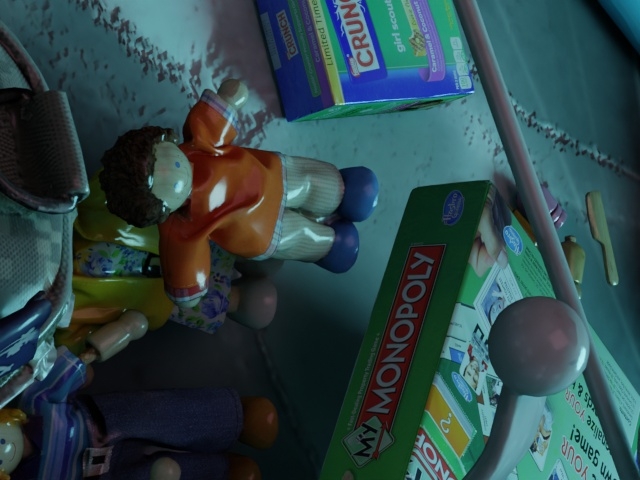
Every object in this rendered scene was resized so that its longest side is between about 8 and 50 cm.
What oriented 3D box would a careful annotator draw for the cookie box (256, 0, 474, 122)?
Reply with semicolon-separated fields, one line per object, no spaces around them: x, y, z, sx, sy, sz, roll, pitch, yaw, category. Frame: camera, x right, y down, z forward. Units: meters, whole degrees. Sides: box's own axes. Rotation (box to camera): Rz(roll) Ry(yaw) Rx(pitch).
0.022;-0.112;0.956;0.107;0.040;0.092;-10;84;-43;cookie box

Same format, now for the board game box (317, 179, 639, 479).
0.106;0.150;0.879;0.317;0.046;0.214;51;48;-41;board game box

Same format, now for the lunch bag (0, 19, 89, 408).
-0.240;0.010;0.498;0.256;0.305;0.213;2;75;-41;lunch bag

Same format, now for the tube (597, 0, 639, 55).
0.202;-0.152;1.131;0.207;0.052;0.080;47;55;-27;tube

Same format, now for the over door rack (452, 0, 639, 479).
0.000;0.000;0.420;0.239;0.108;0.324;-22;82;-45;over door rack

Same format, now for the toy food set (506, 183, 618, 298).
0.110;0.004;1.014;0.122;0.019;0.078;-4;78;-35;toy food set

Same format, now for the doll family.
-0.086;0.059;0.773;0.163;0.118;0.263;10;88;-46;doll family
